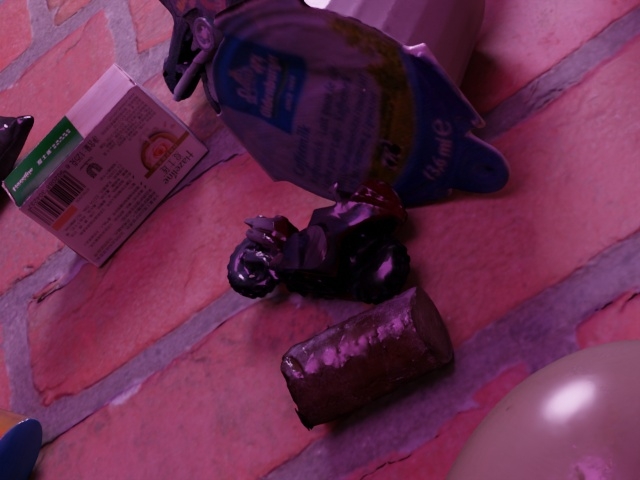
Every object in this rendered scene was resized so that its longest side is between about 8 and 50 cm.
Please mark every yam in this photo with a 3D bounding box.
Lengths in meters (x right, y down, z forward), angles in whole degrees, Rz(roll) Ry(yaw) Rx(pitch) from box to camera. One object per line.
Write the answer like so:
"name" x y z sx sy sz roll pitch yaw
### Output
"yam" 0.037 0.102 0.971 0.141 0.079 0.079 -27 45 18

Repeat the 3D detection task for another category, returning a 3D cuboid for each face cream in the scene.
"face cream" -0.426 0.239 1.261 0.285 0.067 0.139 5 65 42

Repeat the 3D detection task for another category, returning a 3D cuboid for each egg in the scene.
"egg" 0.177 0.188 0.683 0.219 0.219 0.269 31 96 48

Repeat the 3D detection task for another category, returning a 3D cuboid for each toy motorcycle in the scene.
"toy motorcycle" -0.129 -0.282 1.267 0.108 0.307 0.173 -26 39 -35
"toy motorcycle" 0.000 -0.001 1.077 0.213 0.082 0.122 0 60 38

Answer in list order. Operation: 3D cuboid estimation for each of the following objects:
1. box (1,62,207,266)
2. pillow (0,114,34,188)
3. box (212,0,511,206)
"box" -0.249 -0.086 1.311 0.199 0.135 0.081 -45 41 1
"pillow" -0.507 -0.081 1.546 0.186 0.106 0.250 16 66 45
"box" 0.068 -0.182 1.074 0.291 0.262 0.206 18 56 11
